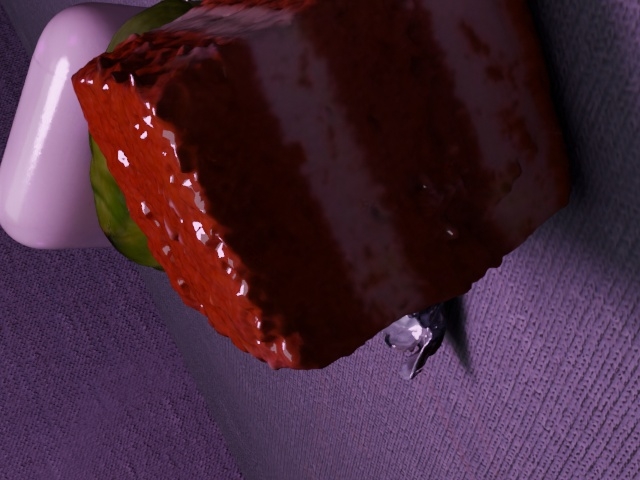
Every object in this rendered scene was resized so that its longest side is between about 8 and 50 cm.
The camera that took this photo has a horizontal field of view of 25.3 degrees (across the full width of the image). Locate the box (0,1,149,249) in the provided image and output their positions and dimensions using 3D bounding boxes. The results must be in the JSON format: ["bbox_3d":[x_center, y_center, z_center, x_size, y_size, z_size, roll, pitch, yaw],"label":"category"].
[{"bbox_3d":[-0.280,-0.149,1.916,0.141,0.288,0.349,39,118,36],"label":"box"}]

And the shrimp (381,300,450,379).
[{"bbox_3d":[0.001,-0.004,1.432,0.410,0.166,0.221,30,-151,-32],"label":"shrimp"}]

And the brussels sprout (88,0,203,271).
[{"bbox_3d":[-0.153,-0.098,1.742,0.371,0.276,0.315,96,153,-49],"label":"brussels sprout"}]

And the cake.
[{"bbox_3d":[0.009,-0.083,1.147,0.270,0.319,0.269,66,163,-18],"label":"cake"}]

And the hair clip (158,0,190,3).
[{"bbox_3d":[-0.189,-0.199,2.068,0.321,0.091,0.138,66,162,-2],"label":"hair clip"}]
